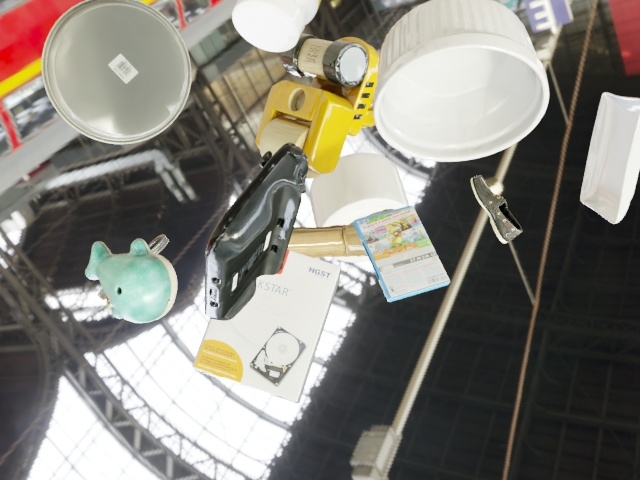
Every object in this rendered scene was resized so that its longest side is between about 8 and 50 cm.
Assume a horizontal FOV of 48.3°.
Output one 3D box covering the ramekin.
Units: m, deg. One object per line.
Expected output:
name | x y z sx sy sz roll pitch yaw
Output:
ramekin | 0.166 -0.200 0.875 0.207 0.207 0.108 -15 -125 24

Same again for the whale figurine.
whale figurine | -0.490 0.097 1.771 0.272 0.216 0.141 26 -166 21

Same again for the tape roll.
tape roll | 0.104 -0.081 1.831 0.246 0.246 0.169 -22 -130 11

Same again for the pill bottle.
pill bottle | -0.047 -0.385 1.035 0.119 0.119 0.208 -3 -122 41

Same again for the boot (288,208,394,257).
boot | 0.000 0.000 1.463 0.270 0.089 0.236 -2 165 -19

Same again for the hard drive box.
hard drive box | -0.085 0.132 1.190 0.181 0.089 0.232 16 -105 5

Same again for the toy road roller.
toy road roller | 0.029 -0.292 1.601 0.203 0.241 0.329 26 -82 46

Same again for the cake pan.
cake pan | -0.398 -0.337 1.423 0.293 0.293 0.054 -34 -158 -13

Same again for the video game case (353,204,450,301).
video game case | 0.143 0.020 1.270 0.119 0.015 0.166 -15 -116 -16

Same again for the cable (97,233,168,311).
cable | -0.516 0.094 1.991 0.140 0.072 0.287 -29 -164 34

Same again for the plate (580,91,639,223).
plate | 0.687 -0.197 1.661 0.045 0.277 0.277 7 -165 2

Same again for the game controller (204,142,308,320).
game controller | -0.088 0.003 0.904 0.166 0.067 0.319 -44 170 -22

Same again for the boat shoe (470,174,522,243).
boat shoe | 0.309 -0.061 1.257 0.042 0.133 0.049 -38 158 33
